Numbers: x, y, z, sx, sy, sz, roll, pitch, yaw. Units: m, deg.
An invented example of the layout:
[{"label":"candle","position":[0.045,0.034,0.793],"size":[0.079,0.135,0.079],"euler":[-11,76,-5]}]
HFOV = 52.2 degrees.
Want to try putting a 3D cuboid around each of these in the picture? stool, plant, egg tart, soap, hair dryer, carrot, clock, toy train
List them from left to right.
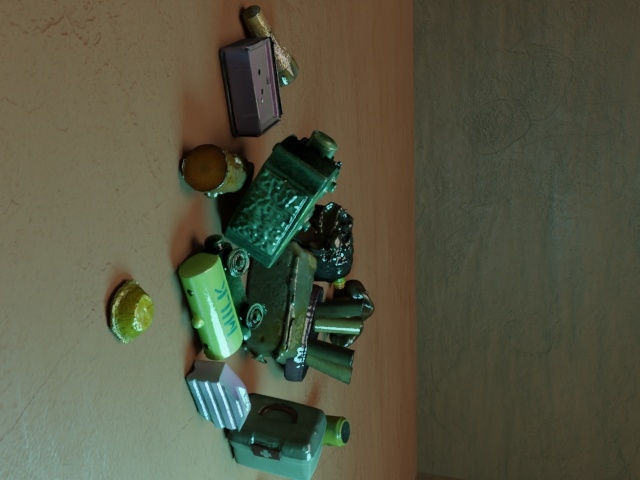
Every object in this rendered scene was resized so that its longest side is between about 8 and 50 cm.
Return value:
[{"label":"egg tart","position":[-0.304,0.117,1.068],"size":[0.105,0.039,0.105],"euler":[2,90,-74]},{"label":"toy train","position":[-0.203,0.121,1.295],"size":[0.157,0.105,0.253],"euler":[-47,136,-44]},{"label":"soap","position":[-0.199,0.314,1.314],"size":[0.056,0.100,0.149],"euler":[-65,151,-49]},{"label":"carrot","position":[-0.189,-0.139,1.324],"size":[0.263,0.102,0.101],"euler":[-12,104,-79]},{"label":"clock","position":[-0.147,-0.334,1.422],"size":[0.144,0.073,0.193],"euler":[-54,143,-59]},{"label":"toy train","position":[-0.081,-0.097,1.402],"size":[0.299,0.167,0.238],"euler":[-56,178,28]},{"label":"hair dryer","position":[-0.027,0.530,1.856],"size":[0.279,0.135,0.090],"euler":[38,55,-56]},{"label":"plant","position":[0.000,0.000,1.758],"size":[0.234,0.178,0.204],"euler":[69,32,-53]},{"label":"stool","position":[0.011,0.258,1.755],"size":[0.272,0.179,0.271],"euler":[10,90,-84]}]

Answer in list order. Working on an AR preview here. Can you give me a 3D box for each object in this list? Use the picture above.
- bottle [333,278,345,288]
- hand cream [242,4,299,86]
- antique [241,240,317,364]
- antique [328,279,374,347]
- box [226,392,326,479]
[{"label":"bottle","position":[0.058,0.071,2.117],"size":[0.069,0.069,0.186],"euler":[-53,143,-60]},{"label":"hand cream","position":[-0.119,-0.449,1.494],"size":[0.203,0.084,0.083],"euler":[61,36,-50]},{"label":"antique","position":[-0.102,0.150,1.551],"size":[0.150,0.125,0.284],"euler":[46,49,-64]},{"label":"antique","position":[0.089,0.225,2.168],"size":[0.257,0.121,0.143],"euler":[-49,130,-51]},{"label":"box","position":[-0.096,0.445,1.485],"size":[0.148,0.210,0.129],"euler":[-61,155,-52]}]
